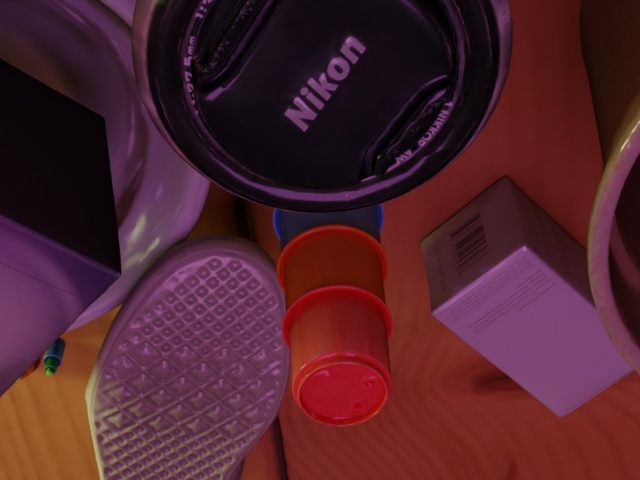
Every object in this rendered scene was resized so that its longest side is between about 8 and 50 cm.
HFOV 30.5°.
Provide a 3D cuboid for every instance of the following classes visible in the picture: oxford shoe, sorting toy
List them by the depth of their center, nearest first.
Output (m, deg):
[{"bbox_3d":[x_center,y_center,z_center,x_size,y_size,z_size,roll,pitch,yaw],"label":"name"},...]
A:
[{"bbox_3d":[-0.128,0.158,1.078,0.169,0.130,0.449,8,130,-6],"label":"oxford shoe"},{"bbox_3d":[-0.267,0.100,1.086,0.061,0.042,0.102,28,120,-21],"label":"sorting toy"}]

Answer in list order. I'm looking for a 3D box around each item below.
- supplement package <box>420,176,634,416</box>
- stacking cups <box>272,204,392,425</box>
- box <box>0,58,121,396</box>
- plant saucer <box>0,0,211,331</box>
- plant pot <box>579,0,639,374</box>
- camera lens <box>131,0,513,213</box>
[{"bbox_3d":[0.188,0.052,1.032,0.105,0.105,0.179,-40,118,23],"label":"supplement package"},{"bbox_3d":[0.000,0.000,0.854,0.096,0.316,0.096,0,127,0],"label":"stacking cups"},{"bbox_3d":[-0.337,-0.001,0.761,0.296,0.183,0.294,29,118,-35],"label":"box"},{"bbox_3d":[-0.285,-0.083,0.891,0.400,0.100,0.400,-8,133,-8],"label":"plant saucer"},{"bbox_3d":[0.315,-0.099,0.800,0.334,0.305,0.334,-2,126,-2],"label":"plant pot"},{"bbox_3d":[-0.003,-0.167,0.754,0.219,0.274,0.219,-1,127,-2],"label":"camera lens"}]
